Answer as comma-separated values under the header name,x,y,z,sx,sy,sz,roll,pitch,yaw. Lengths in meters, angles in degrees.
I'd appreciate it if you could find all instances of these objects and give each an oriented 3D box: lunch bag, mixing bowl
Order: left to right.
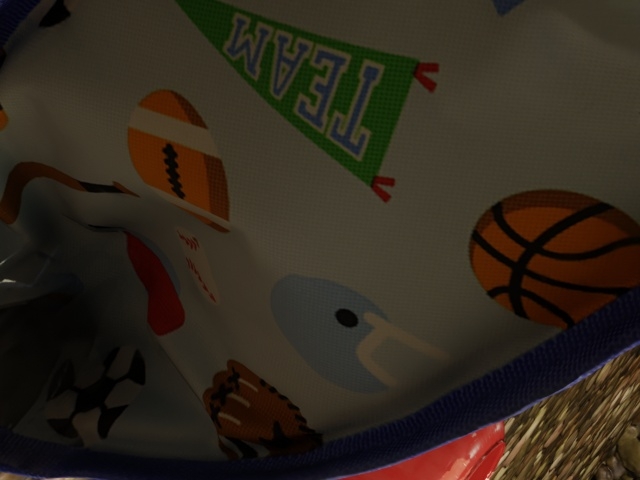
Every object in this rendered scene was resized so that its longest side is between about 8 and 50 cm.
name,x,y,z,sx,sy,sz,roll,pitch,yaw
mixing bowl,0.077,0.161,1.483,0.181,0.098,0.181,-49,163,-20
lunch bag,0.046,-0.087,0.663,0.385,0.239,0.328,-35,-176,45
